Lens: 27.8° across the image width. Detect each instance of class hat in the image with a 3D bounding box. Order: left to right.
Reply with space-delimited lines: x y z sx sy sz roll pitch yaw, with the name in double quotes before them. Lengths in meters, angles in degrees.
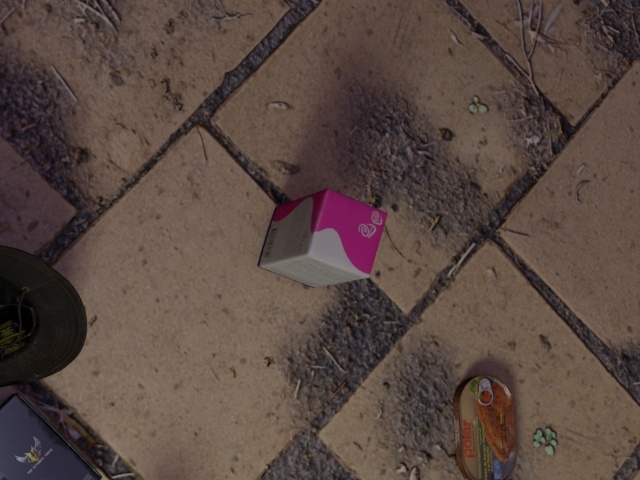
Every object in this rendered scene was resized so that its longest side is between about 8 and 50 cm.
"hat" -0.495 0.072 1.847 0.331 0.331 0.134 12 42 -20

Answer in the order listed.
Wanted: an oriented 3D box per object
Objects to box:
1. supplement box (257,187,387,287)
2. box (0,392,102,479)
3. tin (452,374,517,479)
"supplement box" 0.000 0.000 2.038 0.114 0.220 0.111 21 77 -18
"box" -0.467 0.368 1.894 0.183 0.059 0.232 48 70 -9
"tin" 0.280 0.325 2.214 0.106 0.040 0.189 0 84 -26
